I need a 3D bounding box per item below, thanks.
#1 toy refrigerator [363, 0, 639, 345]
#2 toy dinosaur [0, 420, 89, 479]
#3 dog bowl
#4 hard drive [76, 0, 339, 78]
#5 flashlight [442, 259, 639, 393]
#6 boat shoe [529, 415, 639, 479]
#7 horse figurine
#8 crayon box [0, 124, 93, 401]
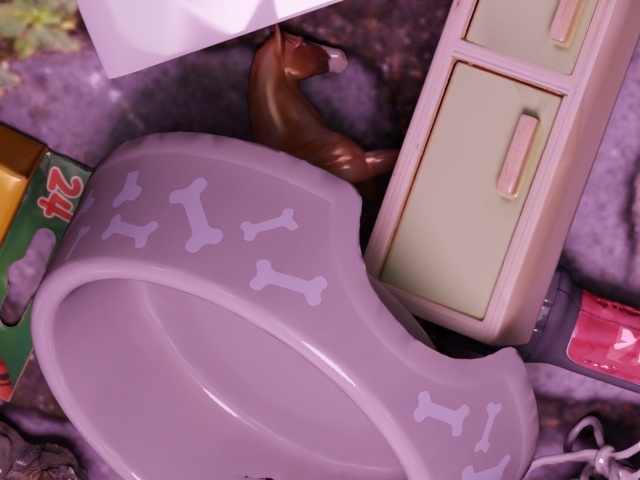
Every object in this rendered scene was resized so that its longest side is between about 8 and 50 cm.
[{"bbox_3d":[0.120,-0.076,1.177,0.102,0.094,0.269,22,96,21],"label":"toy refrigerator"},{"bbox_3d":[-0.295,0.159,1.366,0.268,0.064,0.118,26,107,-1],"label":"toy dinosaur"},{"bbox_3d":[-0.037,0.093,1.206,0.349,0.102,0.349,23,143,18],"label":"dog bowl"},{"bbox_3d":[-0.097,-0.285,1.185,0.210,0.040,0.318,-18,107,10],"label":"hard drive"},{"bbox_3d":[0.241,0.074,1.272,0.304,0.103,0.103,19,107,-4],"label":"flashlight"},{"bbox_3d":[0.217,0.196,1.304,0.367,0.136,0.156,4,111,-1],"label":"boat shoe"},{"bbox_3d":[0.000,0.000,1.280,0.174,0.066,0.263,19,109,-10],"label":"horse figurine"},{"bbox_3d":[-0.329,-0.018,1.285,0.318,0.081,0.202,24,110,-6],"label":"crayon box"}]
